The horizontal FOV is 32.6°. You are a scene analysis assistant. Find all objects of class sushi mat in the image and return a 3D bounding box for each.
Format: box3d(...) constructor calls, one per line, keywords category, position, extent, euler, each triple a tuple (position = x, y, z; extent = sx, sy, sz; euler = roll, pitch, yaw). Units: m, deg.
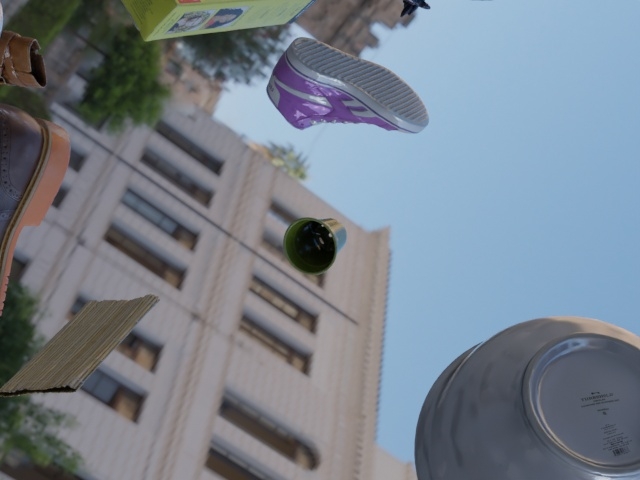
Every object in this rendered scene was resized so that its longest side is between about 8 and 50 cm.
box3d(category="sushi mat", position=(-0.397, 0.170, 1.829), extent=(0.151, 0.019, 0.316), euler=(-8, -159, 21))

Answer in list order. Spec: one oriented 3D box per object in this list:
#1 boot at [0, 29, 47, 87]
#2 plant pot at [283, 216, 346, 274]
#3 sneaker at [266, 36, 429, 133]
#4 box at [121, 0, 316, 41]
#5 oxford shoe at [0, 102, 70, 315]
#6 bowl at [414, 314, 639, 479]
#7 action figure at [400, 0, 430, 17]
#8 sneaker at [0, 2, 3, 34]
box3d(category="boot", position=(-0.475, -0.244, 1.615), extent=(0.197, 0.152, 0.073), euler=(90, 12, -65))
box3d(category="plant pot", position=(0.000, 0.000, 1.572), extent=(0.083, 0.083, 0.079), euler=(-46, 173, 25))
box3d(category="sneaker", position=(0.041, -0.239, 1.919), extent=(0.161, 0.282, 0.102), euler=(-51, -161, 45))
box3d(category="box", position=(-0.098, -0.251, 1.062), extent=(0.058, 0.087, 0.232), euler=(-35, 171, 37))
box3d(category="oxford shoe", position=(-0.421, 0.012, 1.234), extent=(0.130, 0.132, 0.364), euler=(20, -94, 44))
box3d(category="bowl", position=(0.241, 0.178, 1.014), extent=(0.134, 0.297, 0.298), euler=(97, 13, -53))
box3d(category="action figure", position=(0.174, -0.437, 1.711), extent=(0.164, 0.141, 0.275), euler=(-61, -150, -3))
box3d(category="sneaker", position=(-0.496, -0.235, 1.364), extent=(0.123, 0.105, 0.290), euler=(100, 16, -61))
